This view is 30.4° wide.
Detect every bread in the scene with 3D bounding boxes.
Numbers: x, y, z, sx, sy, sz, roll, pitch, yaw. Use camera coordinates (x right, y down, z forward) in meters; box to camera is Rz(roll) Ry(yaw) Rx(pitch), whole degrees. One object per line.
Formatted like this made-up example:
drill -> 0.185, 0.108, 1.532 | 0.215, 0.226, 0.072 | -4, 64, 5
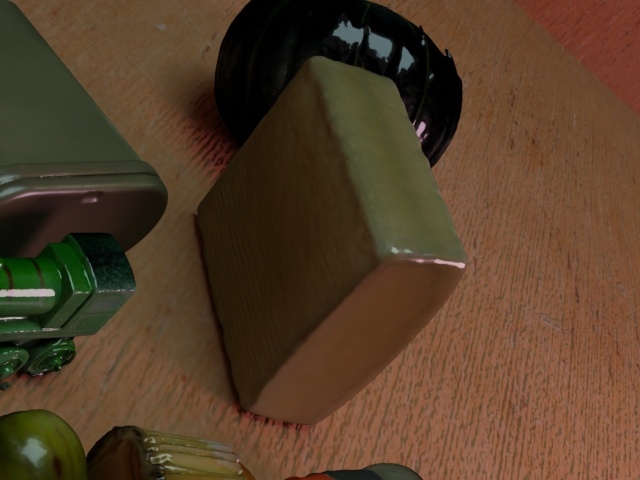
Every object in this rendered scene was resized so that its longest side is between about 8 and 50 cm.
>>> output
bread -> -0.095, 0.224, 0.798 | 0.114, 0.132, 0.190 | 19, 41, -39

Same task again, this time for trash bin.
trash bin -> -0.283, -0.092, 0.992 | 0.247, 0.121, 0.243 | 50, 28, 17

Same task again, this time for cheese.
cheese -> 0.000, 0.000, 1.111 | 0.124, 0.242, 0.265 | 13, 40, -31

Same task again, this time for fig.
fig -> -0.197, 0.193, 0.776 | 0.093, 0.093, 0.166 | 15, 62, -44

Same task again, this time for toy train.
toy train -> -0.252, 0.047, 0.842 | 0.251, 0.119, 0.085 | 2, 51, -54

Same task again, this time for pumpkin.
pumpkin -> 0.010, -0.147, 1.370 | 0.296, 0.296, 0.296 | 33, 30, -22

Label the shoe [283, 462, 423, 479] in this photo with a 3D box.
shoe -> 0.033, 0.303, 0.883 | 0.171, 0.132, 0.336 | 18, 36, -33
